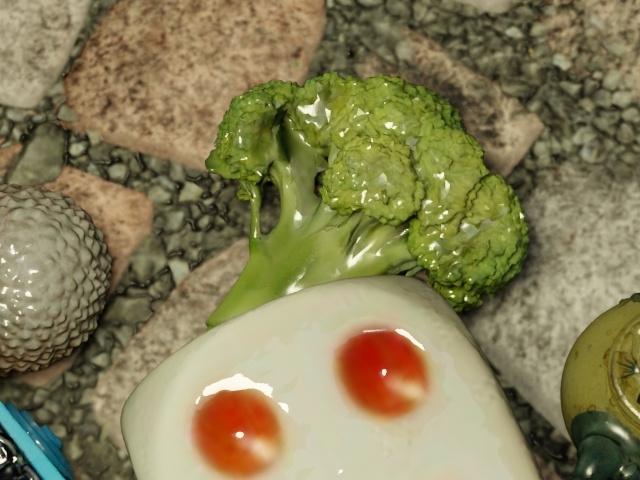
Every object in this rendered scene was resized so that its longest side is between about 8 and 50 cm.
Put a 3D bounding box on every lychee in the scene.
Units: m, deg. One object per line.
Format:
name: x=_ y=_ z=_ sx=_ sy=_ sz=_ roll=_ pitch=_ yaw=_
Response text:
lychee: x=-0.269 y=0.034 z=1.543 sx=0.197 sy=0.165 sz=0.165 roll=-10 pitch=66 yaw=-37

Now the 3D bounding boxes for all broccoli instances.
broccoli: x=0.009 y=-0.032 z=1.542 sx=0.302 sy=0.186 sz=0.254 roll=-19 pitch=80 yaw=-10

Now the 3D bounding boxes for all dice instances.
dice: x=0.019 y=0.222 z=1.387 sx=0.277 sy=0.304 sz=0.304 roll=-21 pitch=71 yaw=-4

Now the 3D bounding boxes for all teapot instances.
teapot: x=0.295 y=0.109 z=1.478 sx=0.173 sy=0.182 sz=0.269 roll=41 pitch=76 yaw=16

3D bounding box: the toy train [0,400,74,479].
toy train: x=-0.253 y=0.237 z=1.418 sx=0.188 sy=0.265 sz=0.300 roll=-40 pitch=72 yaw=-11
